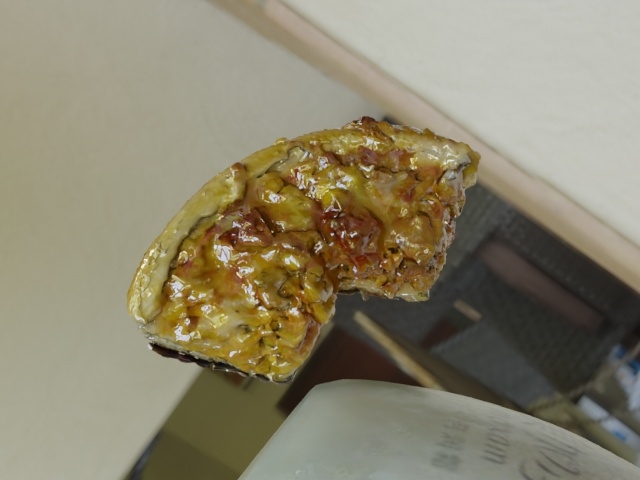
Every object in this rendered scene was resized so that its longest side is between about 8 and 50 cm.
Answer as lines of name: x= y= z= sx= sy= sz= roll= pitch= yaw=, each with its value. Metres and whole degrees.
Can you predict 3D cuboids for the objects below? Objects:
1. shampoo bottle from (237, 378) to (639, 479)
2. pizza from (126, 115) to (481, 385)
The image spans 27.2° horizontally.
shampoo bottle: x=0.054 y=0.240 z=0.675 sx=0.317 sy=0.322 sz=0.322 roll=28 pitch=-176 yaw=3
pizza: x=0.000 y=0.000 z=0.965 sx=0.161 sy=0.305 sz=0.085 roll=61 pitch=155 yaw=3
